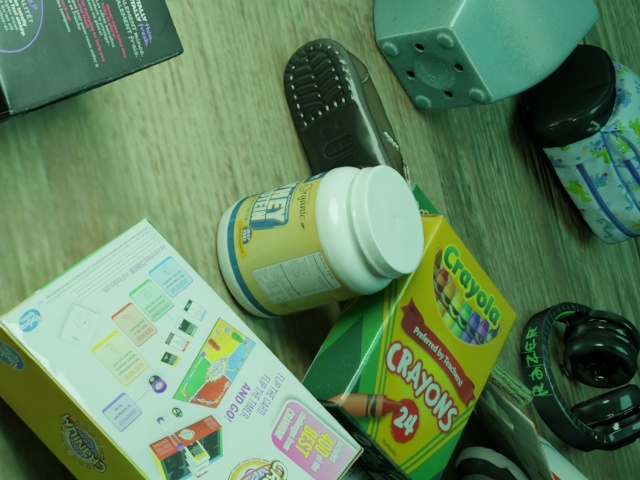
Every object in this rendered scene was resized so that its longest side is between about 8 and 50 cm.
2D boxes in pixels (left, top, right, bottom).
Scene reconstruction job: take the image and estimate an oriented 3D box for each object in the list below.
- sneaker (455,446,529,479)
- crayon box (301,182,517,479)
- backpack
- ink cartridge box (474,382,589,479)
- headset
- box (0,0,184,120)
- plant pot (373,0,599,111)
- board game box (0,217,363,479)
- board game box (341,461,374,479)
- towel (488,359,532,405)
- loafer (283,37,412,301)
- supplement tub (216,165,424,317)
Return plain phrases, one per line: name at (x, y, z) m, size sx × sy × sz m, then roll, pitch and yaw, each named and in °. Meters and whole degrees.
sneaker at (0.241, 0.419, 1.717) m, size 0.153 × 0.101 × 0.269 m, roll -44°, pitch 114°, yaw -55°
crayon box at (0.117, 0.112, 1.497) m, size 0.202 × 0.081 × 0.318 m, roll 48°, pitch 59°, yaw -35°
backpack at (0.537, -0.158, 2.345) m, size 0.290 × 0.273 × 0.355 m, roll -73°, pitch 148°, yaw -52°
ink cartridge box at (0.333, 0.322, 1.757) m, size 0.385 × 0.091 × 0.308 m, roll 62°, pitch -7°, yaw -21°
headset at (0.463, 0.253, 2.157) m, size 0.394 × 0.185 × 0.243 m, roll 20°, pitch 55°, yaw -36°
box at (-0.271, -0.199, 1.141) m, size 0.270 × 0.143 × 0.165 m, roll -35°, pitch 108°, yaw -58°
plant pot at (0.224, -0.330, 1.908) m, size 0.248 × 0.247 × 0.252 m, roll 53°, pitch 53°, yaw -30°
board game box at (-0.131, 0.152, 1.167) m, size 0.316 × 0.064 × 0.242 m, roll 47°, pitch 34°, yaw 1°
board game box at (0.012, 0.352, 1.438) m, size 0.317 × 0.046 × 0.213 m, roll -2°, pitch 77°, yaw -58°
towel at (0.245, 0.182, 1.854) m, size 0.148 × 0.027 × 0.110 m, roll 37°, pitch 8°, yaw -45°
loafer at (0.067, -0.082, 1.634) m, size 0.130 × 0.134 × 0.366 m, roll -4°, pitch 80°, yaw -58°
supplement tub at (0.000, 0.000, 1.428) m, size 0.144 × 0.199 × 0.144 m, roll 32°, pitch 51°, yaw -48°
